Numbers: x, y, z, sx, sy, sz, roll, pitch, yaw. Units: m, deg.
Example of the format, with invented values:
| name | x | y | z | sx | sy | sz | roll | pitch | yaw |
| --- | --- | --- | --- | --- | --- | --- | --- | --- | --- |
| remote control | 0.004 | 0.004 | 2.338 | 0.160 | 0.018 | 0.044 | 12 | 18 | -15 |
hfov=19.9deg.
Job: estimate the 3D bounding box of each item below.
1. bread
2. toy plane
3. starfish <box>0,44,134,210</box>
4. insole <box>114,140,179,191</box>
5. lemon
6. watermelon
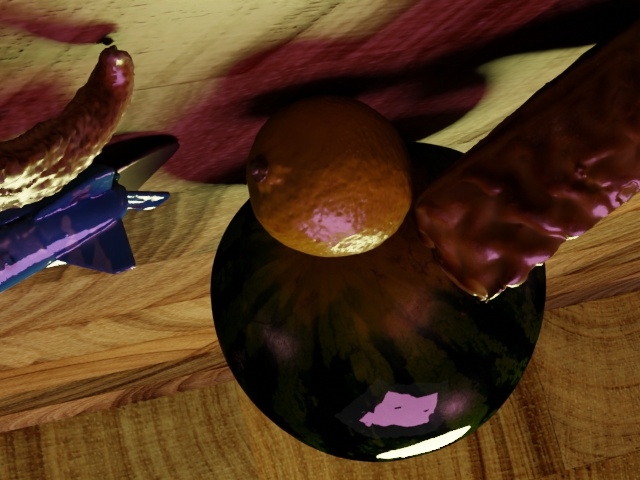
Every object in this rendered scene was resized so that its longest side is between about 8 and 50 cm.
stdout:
| name | x | y | z | sx | sy | sz | roll | pitch | yaw |
| --- | --- | --- | --- | --- | --- | --- | --- | --- | --- |
| bread | 0.162 | -0.053 | 1.225 | 0.222 | 0.096 | 0.181 | -39 | 178 | 8 |
| toy plane | -0.235 | 0.009 | 1.141 | 0.271 | 0.105 | 0.254 | -15 | 172 | 10 |
| starfish | -0.231 | -0.037 | 0.873 | 0.327 | 0.094 | 0.375 | -5 | 163 | -40 |
| insole | -0.174 | -0.016 | 1.340 | 0.111 | 0.007 | 0.328 | -30 | 178 | -25 |
| lemon | 0.005 | -0.043 | 1.200 | 0.133 | 0.109 | 0.109 | 10 | 158 | -41 |
| watermelon | 0.049 | 0.047 | 1.435 | 0.269 | 0.269 | 0.269 | -14 | 172 | -2 |
